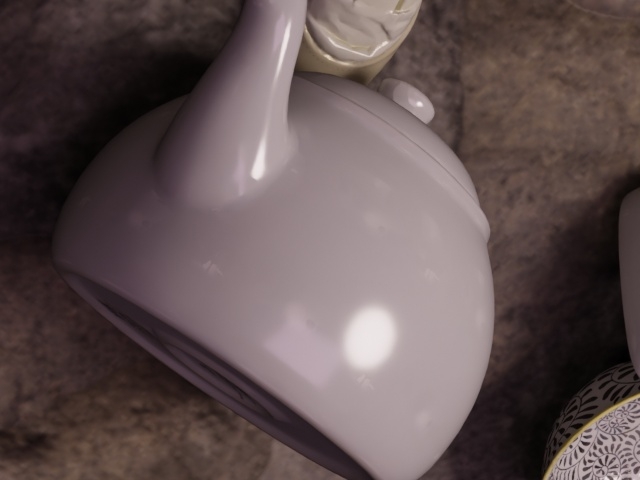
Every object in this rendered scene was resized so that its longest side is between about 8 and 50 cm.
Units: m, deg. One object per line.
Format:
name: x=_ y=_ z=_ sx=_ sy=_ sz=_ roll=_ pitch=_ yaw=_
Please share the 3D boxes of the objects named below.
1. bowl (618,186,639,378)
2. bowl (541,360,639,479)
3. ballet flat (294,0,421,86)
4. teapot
bowl: x=0.250 y=0.029 z=1.071 sx=0.142 sy=0.142 sz=0.053 roll=13 pitch=150 yaw=-20
bowl: x=0.206 y=0.128 z=1.144 sx=0.170 sy=0.080 sz=0.170 roll=-6 pitch=127 yaw=-8
ballet flat: x=0.031 y=-0.166 z=0.940 sx=0.086 sy=0.086 sz=0.248 roll=10 pitch=115 yaw=-21
teapot: x=0.000 y=0.000 z=0.954 sx=0.252 sy=0.256 sz=0.187 roll=37 pitch=78 yaw=-11
